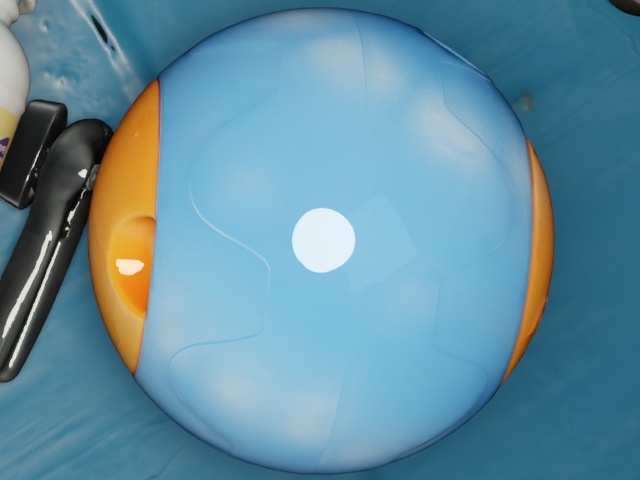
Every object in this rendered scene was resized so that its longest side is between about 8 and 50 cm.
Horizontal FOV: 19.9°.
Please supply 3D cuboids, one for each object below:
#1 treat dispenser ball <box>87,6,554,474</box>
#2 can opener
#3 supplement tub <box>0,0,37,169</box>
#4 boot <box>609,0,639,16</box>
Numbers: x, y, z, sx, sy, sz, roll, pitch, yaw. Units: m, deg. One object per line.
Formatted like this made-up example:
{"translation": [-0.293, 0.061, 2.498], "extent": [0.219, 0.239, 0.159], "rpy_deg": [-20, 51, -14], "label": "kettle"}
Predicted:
{"translation": [0.000, 0.000, 1.128], "extent": [0.288, 0.288, 0.288], "rpy_deg": [-2, 94, -24], "label": "treat dispenser ball"}
{"translation": [-0.181, 0.004, 1.182], "extent": [0.059, 0.073, 0.186], "rpy_deg": [17, 89, -63], "label": "can opener"}
{"translation": [-0.304, -0.043, 1.014], "extent": [0.241, 0.241, 0.331], "rpy_deg": [22, 84, -24], "label": "supplement tub"}
{"translation": [0.266, -0.222, 1.373], "extent": [0.106, 0.037, 0.114], "rpy_deg": [14, 90, -37], "label": "boot"}
